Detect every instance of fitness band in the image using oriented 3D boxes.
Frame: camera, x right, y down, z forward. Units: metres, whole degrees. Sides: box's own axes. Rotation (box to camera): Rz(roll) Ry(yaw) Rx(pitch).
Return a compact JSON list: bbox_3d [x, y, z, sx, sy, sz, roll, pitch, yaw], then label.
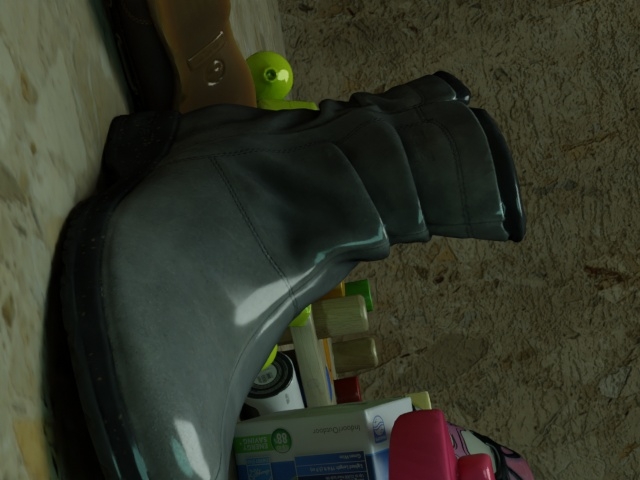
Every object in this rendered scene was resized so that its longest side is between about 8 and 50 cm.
[{"bbox_3d":[0.101,0.263,0.816,0.209,0.054,0.291,-39,117,-73],"label":"fitness band"}]

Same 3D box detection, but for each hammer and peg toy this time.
[{"bbox_3d":[0.006,0.158,1.224,0.266,0.127,0.361,-95,175,-60],"label":"hammer and peg toy"}]

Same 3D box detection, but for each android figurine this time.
[{"bbox_3d":[-0.046,-0.021,0.891,0.273,0.056,0.248,-162,-105,-80],"label":"android figurine"}]

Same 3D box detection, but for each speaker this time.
[{"bbox_3d":[-0.039,0.161,1.026,0.136,0.055,0.055,78,3,-46],"label":"speaker"}]

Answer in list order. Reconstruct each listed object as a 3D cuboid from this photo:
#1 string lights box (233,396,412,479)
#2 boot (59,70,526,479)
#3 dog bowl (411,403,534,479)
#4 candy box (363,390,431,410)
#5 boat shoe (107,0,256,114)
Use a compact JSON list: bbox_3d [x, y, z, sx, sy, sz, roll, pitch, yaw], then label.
[{"bbox_3d":[0.021,0.263,0.901,0.077,0.133,0.260,-3,82,-57],"label":"string lights box"},{"bbox_3d":[0.000,0.000,0.574,0.338,0.222,0.118,-96,177,-55],"label":"boot"},{"bbox_3d":[0.121,0.385,1.230,0.408,0.150,0.408,-169,-90,-87],"label":"dog bowl"},{"bbox_3d":[0.085,0.378,1.545,0.087,0.183,0.316,77,4,-69],"label":"candy box"},{"bbox_3d":[-0.092,-0.119,0.737,0.073,0.073,0.207,34,-33,30],"label":"boat shoe"}]
